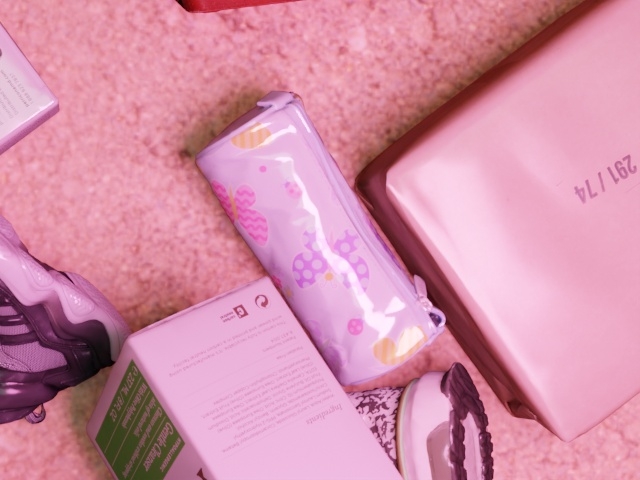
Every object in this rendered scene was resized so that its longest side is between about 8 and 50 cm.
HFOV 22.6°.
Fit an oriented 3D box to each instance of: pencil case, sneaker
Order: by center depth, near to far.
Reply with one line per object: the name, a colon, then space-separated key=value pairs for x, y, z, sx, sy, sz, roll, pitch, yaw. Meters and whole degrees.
sneaker: x=-0.291 y=0.070 z=1.383 sx=0.153 sy=0.101 sz=0.268 roll=-46 pitch=131 yaw=3
pencil case: x=0.000 y=0.000 z=1.450 sx=0.113 sy=0.124 sz=0.273 roll=-37 pitch=95 yaw=-36
sneaker: x=0.064 y=0.314 z=1.489 sx=0.182 sy=0.158 sz=0.410 roll=1 pitch=93 yaw=22

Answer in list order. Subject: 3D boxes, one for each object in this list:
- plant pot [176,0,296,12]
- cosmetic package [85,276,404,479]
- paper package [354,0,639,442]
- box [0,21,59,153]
plant pot: x=-0.050 y=-0.328 z=1.382 sx=0.267 sy=0.267 sz=0.236 roll=-8 pitch=104 yaw=-8
cosmetic package: x=-0.028 y=0.240 z=1.341 sx=0.155 sy=0.197 sz=0.365 roll=-23 pitch=68 yaw=-31
paper package: x=0.246 y=-0.031 z=1.467 sx=0.325 sy=0.168 sz=0.309 roll=-36 pitch=96 yaw=-7
box: x=-0.352 y=-0.137 z=1.399 sx=0.182 sy=0.119 sz=0.181 roll=-37 pitch=96 yaw=-7
